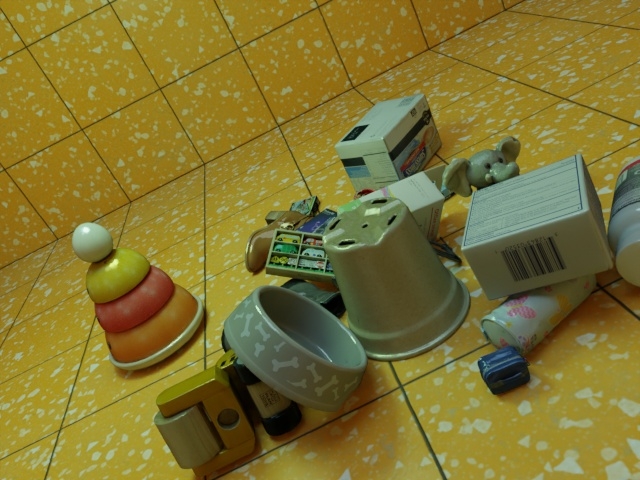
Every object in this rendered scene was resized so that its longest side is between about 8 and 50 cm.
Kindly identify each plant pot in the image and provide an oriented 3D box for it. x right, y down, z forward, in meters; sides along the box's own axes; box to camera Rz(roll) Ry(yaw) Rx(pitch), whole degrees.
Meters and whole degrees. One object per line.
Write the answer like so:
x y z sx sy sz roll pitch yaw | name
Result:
0.164 0.074 1.507 0.334 0.305 0.334 -22 27 12 | plant pot

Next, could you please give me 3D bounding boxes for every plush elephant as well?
0.490 -0.140 1.639 0.272 0.255 0.330 -33 26 -11 | plush elephant

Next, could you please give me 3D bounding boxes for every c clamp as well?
0.323 0.018 1.674 0.022 0.161 0.137 -58 44 18 | c clamp

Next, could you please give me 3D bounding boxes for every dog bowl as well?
-0.044 0.230 1.375 0.102 0.349 0.349 -56 23 13 | dog bowl

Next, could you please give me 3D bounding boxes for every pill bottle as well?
0.732 -0.044 1.328 0.176 0.176 0.318 -7 33 36 | pill bottle

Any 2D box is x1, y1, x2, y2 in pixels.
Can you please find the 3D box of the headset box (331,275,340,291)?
0.081 0.128 1.755 0.062 0.083 0.032 -34 -16 -12 | headset box

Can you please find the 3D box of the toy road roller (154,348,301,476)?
-0.218 0.377 1.457 0.329 0.202 0.240 -26 13 -8 | toy road roller

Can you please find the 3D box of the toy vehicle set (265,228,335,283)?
-0.023 0.050 1.851 0.267 0.035 0.166 8 46 1 | toy vehicle set

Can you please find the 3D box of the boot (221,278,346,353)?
-0.104 0.224 1.701 0.338 0.118 0.223 -39 30 -24 | boot

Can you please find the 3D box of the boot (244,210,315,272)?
-0.128 0.008 2.161 0.220 0.109 0.283 8 48 28 | boot

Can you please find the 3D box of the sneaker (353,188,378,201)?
0.136 -0.106 2.041 0.090 0.145 0.270 -43 30 -28 | sneaker

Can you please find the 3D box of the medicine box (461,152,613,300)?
0.474 -0.034 1.337 0.263 0.149 0.289 -20 21 29 | medicine box

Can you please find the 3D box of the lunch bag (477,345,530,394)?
0.377 0.265 1.227 0.098 0.067 0.065 -24 27 4 | lunch bag

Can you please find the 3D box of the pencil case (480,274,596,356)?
0.475 0.134 1.320 0.273 0.113 0.124 -38 35 -19 | pencil case

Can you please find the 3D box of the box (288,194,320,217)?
-0.075 -0.097 2.348 0.114 0.036 0.207 -17 28 21 | box

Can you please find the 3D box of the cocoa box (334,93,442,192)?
0.264 -0.360 2.285 0.231 0.228 0.347 -1 37 42 | cocoa box

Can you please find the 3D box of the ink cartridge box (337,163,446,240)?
0.231 -0.062 1.746 0.353 0.207 0.119 -24 58 -13 | ink cartridge box

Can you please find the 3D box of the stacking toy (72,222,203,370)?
-0.630 0.142 1.939 0.351 0.480 0.350 -22 26 11 | stacking toy

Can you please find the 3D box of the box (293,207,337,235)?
0.000 0.000 2.021 0.207 0.108 0.153 -37 27 -17 | box

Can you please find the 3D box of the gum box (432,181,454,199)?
0.353 -0.162 2.054 0.157 0.041 0.184 -33 26 -10 | gum box
